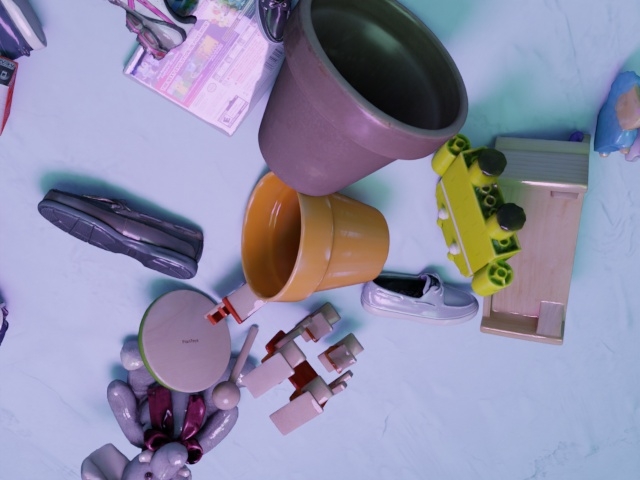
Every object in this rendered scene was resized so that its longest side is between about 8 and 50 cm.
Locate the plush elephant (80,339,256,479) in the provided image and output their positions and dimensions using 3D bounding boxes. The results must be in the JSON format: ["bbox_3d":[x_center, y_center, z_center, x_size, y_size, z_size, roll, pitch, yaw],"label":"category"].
[{"bbox_3d":[-0.298,0.390,1.291,0.272,0.255,0.330,20,123,-21],"label":"plush elephant"}]

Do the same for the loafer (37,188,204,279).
[{"bbox_3d":[-0.316,-0.023,1.094,0.267,0.084,0.096,27,151,-21],"label":"loafer"}]

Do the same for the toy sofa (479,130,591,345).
[{"bbox_3d":[0.365,-0.007,1.161,0.150,0.177,0.362,7,131,18],"label":"toy sofa"}]

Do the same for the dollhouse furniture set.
[{"bbox_3d":[-0.070,0.187,1.187,0.135,0.262,0.259,-37,90,22],"label":"dollhouse furniture set"}]

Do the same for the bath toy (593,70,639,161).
[{"bbox_3d":[0.615,-0.177,1.063,0.348,0.151,0.129,7,91,-13],"label":"bath toy"}]

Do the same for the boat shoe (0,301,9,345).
[{"bbox_3d":[-0.582,0.091,1.118,0.158,0.127,0.340,23,130,-31],"label":"boat shoe"}]

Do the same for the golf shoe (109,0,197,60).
[{"bbox_3d":[-0.239,-0.327,0.857,0.086,0.067,0.186,-37,114,7],"label":"golf shoe"}]

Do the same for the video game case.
[{"bbox_3d":[-0.149,-0.266,0.949,0.183,0.023,0.201,29,120,-27],"label":"video game case"}]

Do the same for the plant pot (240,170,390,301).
[{"bbox_3d":[0.000,0.000,1.079,0.188,0.205,0.205,6,128,-31],"label":"plant pot"}]

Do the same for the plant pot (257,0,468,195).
[{"bbox_3d":[0.028,-0.180,0.919,0.263,0.263,0.229,24,138,-24],"label":"plant pot"}]

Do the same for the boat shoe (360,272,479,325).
[{"bbox_3d":[0.190,0.102,1.245,0.227,0.079,0.081,5,131,-7],"label":"boat shoe"}]

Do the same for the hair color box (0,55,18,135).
[{"bbox_3d":[-0.454,-0.200,0.905,0.072,0.043,0.141,20,153,-22],"label":"hair color box"}]

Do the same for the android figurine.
[{"bbox_3d":[0.235,-0.037,1.050,0.056,0.248,0.273,-14,169,-9],"label":"android figurine"}]

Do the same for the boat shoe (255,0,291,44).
[{"bbox_3d":[-0.059,-0.327,0.880,0.049,0.040,0.142,-7,115,-15],"label":"boat shoe"}]

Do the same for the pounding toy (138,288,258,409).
[{"bbox_3d":[-0.247,0.201,1.230,0.237,0.183,0.110,34,142,-32],"label":"pounding toy"}]

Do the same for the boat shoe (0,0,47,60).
[{"bbox_3d":[-0.434,-0.333,0.816,0.079,0.095,0.254,-26,137,-2],"label":"boat shoe"}]
